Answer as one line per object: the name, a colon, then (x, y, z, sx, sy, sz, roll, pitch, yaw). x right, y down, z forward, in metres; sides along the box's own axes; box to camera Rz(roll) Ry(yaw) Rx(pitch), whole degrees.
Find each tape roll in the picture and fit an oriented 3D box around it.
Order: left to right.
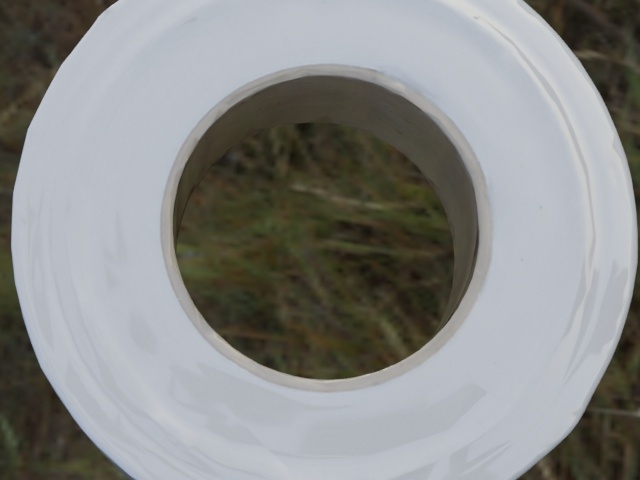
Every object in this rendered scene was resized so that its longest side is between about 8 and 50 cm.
tape roll: (0.000, 0.000, 0.856, 0.100, 0.286, 0.286, 107, 164, -79)
